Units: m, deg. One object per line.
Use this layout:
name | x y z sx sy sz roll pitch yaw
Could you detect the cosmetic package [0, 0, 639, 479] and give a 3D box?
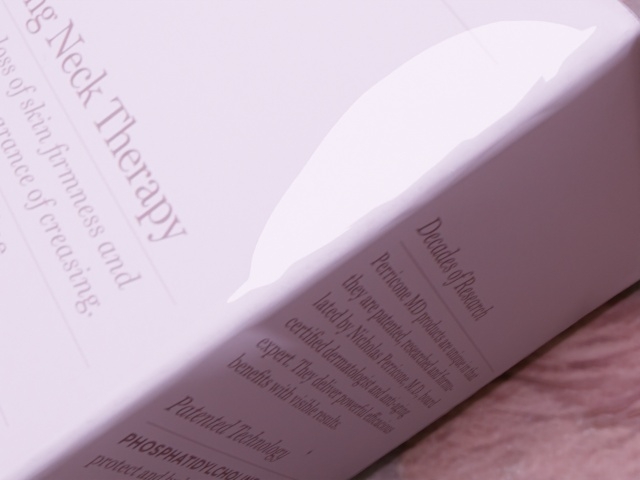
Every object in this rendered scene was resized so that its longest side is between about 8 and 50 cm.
cosmetic package | -0.048 -0.043 0.662 0.394 0.327 0.329 -36 63 4
